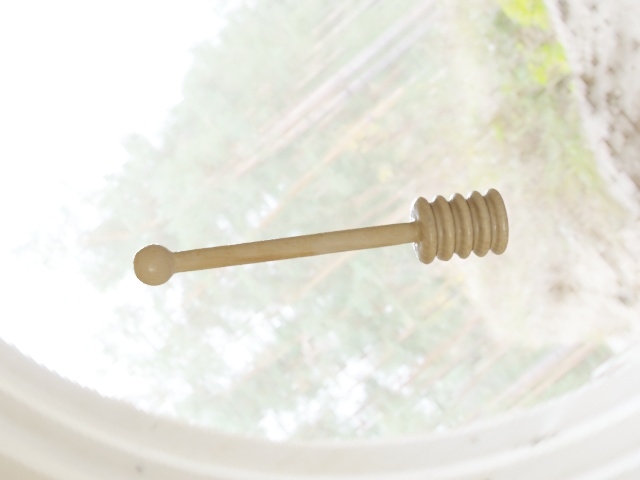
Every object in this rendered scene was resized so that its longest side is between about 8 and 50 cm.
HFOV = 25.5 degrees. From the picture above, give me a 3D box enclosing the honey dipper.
[{"bbox_3d":[0.000,0.000,0.605,0.030,0.161,0.030,174,90,-80],"label":"honey dipper"}]
